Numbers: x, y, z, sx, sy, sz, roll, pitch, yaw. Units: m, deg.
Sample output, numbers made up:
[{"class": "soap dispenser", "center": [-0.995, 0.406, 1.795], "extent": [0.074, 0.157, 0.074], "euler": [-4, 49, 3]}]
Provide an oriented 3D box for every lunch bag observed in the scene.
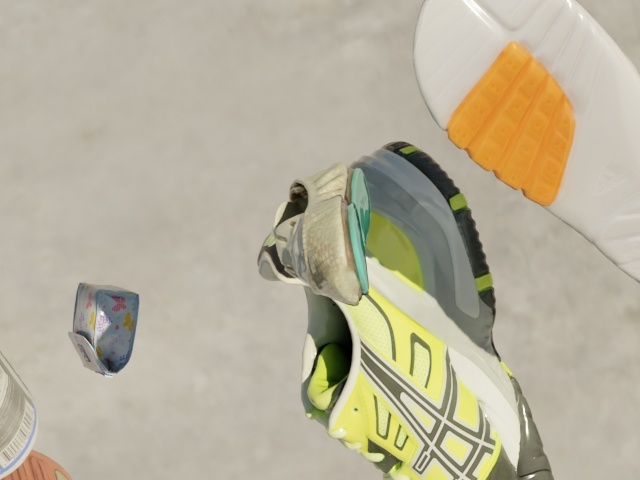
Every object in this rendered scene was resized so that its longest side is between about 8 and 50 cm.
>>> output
[{"class": "lunch bag", "center": [-0.209, 0.085, 1.844], "extent": [0.071, 0.053, 0.083], "euler": [-166, 81, -65]}]

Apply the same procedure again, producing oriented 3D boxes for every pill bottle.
[{"class": "pill bottle", "center": [-0.223, 0.087, 1.150], "extent": [0.078, 0.137, 0.078], "euler": [-5, 60, 9]}]

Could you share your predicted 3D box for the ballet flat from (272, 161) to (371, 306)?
[{"class": "ballet flat", "center": [0.000, 0.000, 1.040], "extent": [0.052, 0.057, 0.168], "euler": [-11, 13, 5]}]

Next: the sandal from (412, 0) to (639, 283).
[{"class": "sandal", "center": [0.147, -0.063, 1.112], "extent": [0.102, 0.265, 0.076], "euler": [-40, 24, 14]}]

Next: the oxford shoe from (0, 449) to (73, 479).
[{"class": "oxford shoe", "center": [-0.400, 0.261, 1.741], "extent": [0.146, 0.397, 0.140], "euler": [-37, 61, 42]}]

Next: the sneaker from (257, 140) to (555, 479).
[{"class": "sneaker", "center": [0.064, 0.124, 1.408], "extent": [0.147, 0.384, 0.145], "euler": [-25, 17, -16]}]
